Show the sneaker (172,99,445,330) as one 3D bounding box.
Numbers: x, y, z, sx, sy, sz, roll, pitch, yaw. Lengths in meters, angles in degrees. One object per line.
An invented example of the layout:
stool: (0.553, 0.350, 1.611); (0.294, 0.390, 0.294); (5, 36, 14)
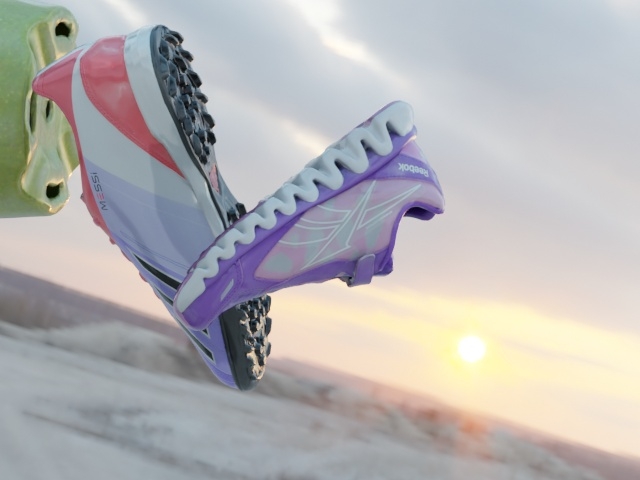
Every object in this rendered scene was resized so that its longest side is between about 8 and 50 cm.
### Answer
sneaker: (0.000, 0.000, 1.062); (0.104, 0.236, 0.095); (53, -14, -5)

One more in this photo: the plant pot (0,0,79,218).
plant pot: (-0.342, -0.118, 1.229); (0.254, 0.276, 0.276); (6, -7, 7)

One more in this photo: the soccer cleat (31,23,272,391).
soccer cleat: (-0.125, -0.015, 1.152); (0.116, 0.318, 0.108); (-12, 26, 13)
